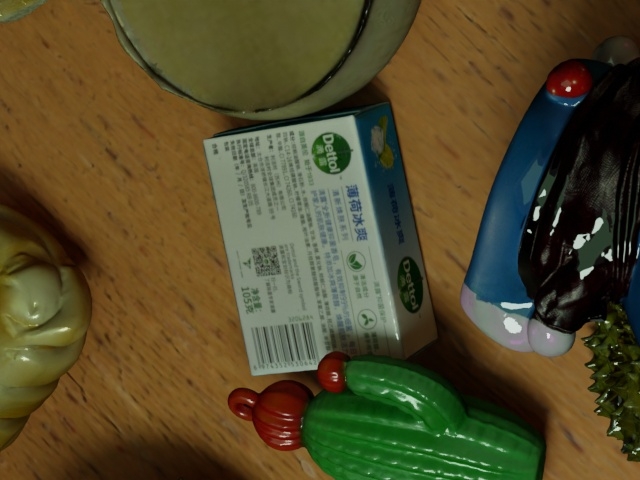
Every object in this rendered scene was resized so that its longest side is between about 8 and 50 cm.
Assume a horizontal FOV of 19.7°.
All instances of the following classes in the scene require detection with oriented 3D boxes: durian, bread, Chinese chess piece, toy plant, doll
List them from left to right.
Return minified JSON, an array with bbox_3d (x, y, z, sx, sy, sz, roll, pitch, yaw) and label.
[{"bbox_3d":[-0.317,0.109,1.598,0.173,0.121,0.311,48,118,13],"label":"bread"},{"bbox_3d":[-0.252,-0.227,1.534,0.070,0.035,0.083,-28,82,29],"label":"bread"},{"bbox_3d":[-0.045,-0.218,1.389,0.257,0.104,0.257,6,104,25],"label":"Chinese chess piece"},{"bbox_3d":[0.056,0.144,1.404,0.240,0.088,0.154,28,142,-4],"label":"toy plant"},{"bbox_3d":[0.245,0.126,1.319,0.187,0.108,0.119,45,117,11],"label":"durian"},{"bbox_3d":[0.271,0.000,1.203,0.310,0.284,0.240,25,155,16],"label":"doll"}]

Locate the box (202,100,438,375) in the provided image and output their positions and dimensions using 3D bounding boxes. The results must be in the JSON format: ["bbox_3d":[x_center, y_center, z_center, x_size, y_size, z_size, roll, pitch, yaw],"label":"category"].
[{"bbox_3d":[0.000,0.000,1.436,0.139,0.073,0.194,-7,98,28],"label":"box"}]

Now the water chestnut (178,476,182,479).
[{"bbox_3d":[-0.137,0.305,1.493,0.224,0.238,0.223,0,66,0],"label":"water chestnut"}]
